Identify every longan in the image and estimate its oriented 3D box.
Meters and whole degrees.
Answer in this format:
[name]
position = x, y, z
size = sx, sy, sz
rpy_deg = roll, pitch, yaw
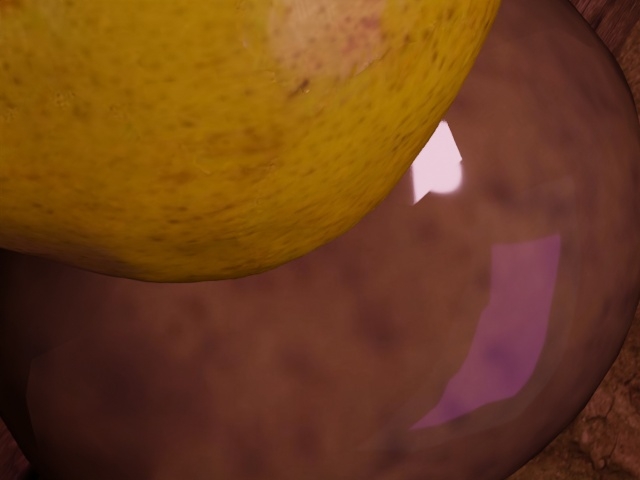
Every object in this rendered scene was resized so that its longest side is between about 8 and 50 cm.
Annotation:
[longan]
position = 0.000, 0.000, 0.911
size = 0.404, 0.336, 0.404
rpy_deg = -24, 137, -24

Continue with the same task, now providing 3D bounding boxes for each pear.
[pear]
position = -0.067, -0.133, 0.517
size = 0.294, 0.294, 0.294
rpy_deg = -51, 166, -18

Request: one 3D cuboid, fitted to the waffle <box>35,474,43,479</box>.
[waffle]
position = -0.214, 0.229, 1.326
size = 0.291, 0.051, 0.291
rpy_deg = -50, 166, -18
